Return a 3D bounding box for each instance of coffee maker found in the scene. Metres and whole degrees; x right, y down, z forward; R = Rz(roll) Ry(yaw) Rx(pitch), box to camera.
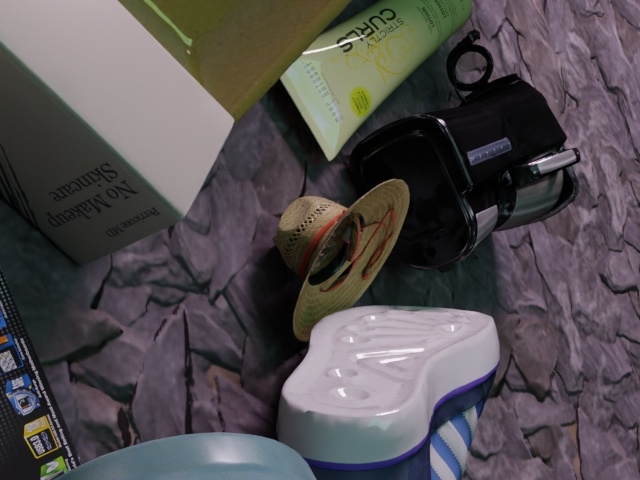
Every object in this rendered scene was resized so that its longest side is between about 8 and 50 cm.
[{"bbox_3d":[0.109,-0.072,1.115,0.171,0.120,0.178,50,36,15],"label":"coffee maker"}]

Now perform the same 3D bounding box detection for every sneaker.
[{"bbox_3d":[0.044,0.185,0.929,0.323,0.130,0.236,-33,125,-71],"label":"sneaker"}]

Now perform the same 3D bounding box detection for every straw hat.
[{"bbox_3d":[0.000,0.000,0.979,0.061,0.144,0.144,33,36,19],"label":"straw hat"}]

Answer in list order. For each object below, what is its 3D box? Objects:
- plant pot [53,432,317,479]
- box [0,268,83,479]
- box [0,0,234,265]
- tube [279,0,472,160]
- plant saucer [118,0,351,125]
[{"bbox_3d":[-0.059,0.221,0.671,0.293,0.293,0.196,19,40,-42],"label":"plant pot"},{"bbox_3d":[-0.229,0.088,0.702,0.184,0.045,0.190,-21,88,-52],"label":"box"},{"bbox_3d":[-0.189,-0.115,0.790,0.275,0.113,0.094,44,46,-24],"label":"box"},{"bbox_3d":[0.048,-0.156,1.115,0.070,0.062,0.240,30,43,18],"label":"tube"},{"bbox_3d":[-0.085,-0.297,0.909,0.333,0.081,0.333,-47,116,-4],"label":"plant saucer"}]
